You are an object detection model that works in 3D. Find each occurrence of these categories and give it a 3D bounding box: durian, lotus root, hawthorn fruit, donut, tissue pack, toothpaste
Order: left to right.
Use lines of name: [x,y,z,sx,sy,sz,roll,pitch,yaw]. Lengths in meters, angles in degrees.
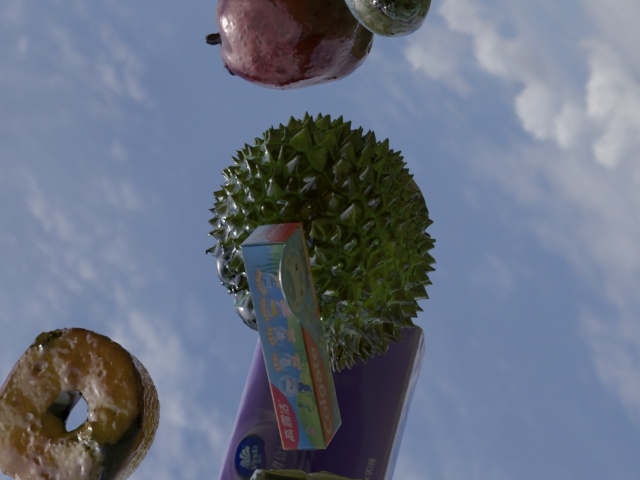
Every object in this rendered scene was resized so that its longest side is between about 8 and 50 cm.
donut: [-0.343,0.247,1.899,0.253,0.253,0.118,58,-172,22]
hawthorn fruit: [-0.041,-0.264,1.599,0.185,0.202,0.185,-17,-90,-76]
toothpaste: [-0.027,0.087,1.159,0.070,0.044,0.193,-49,-48,-63]
tissue pack: [0.003,0.260,1.986,0.242,0.338,0.160,12,162,9]
durian: [0.003,-0.003,1.402,0.291,0.225,0.291,63,-179,-2]
lotus root: [0.058,-0.235,1.201,0.088,0.088,0.165,35,-152,-23]

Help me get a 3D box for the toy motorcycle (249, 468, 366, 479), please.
toy motorcycle: [0.042,0.342,1.666,0.223,0.107,0.341,16,172,41]
